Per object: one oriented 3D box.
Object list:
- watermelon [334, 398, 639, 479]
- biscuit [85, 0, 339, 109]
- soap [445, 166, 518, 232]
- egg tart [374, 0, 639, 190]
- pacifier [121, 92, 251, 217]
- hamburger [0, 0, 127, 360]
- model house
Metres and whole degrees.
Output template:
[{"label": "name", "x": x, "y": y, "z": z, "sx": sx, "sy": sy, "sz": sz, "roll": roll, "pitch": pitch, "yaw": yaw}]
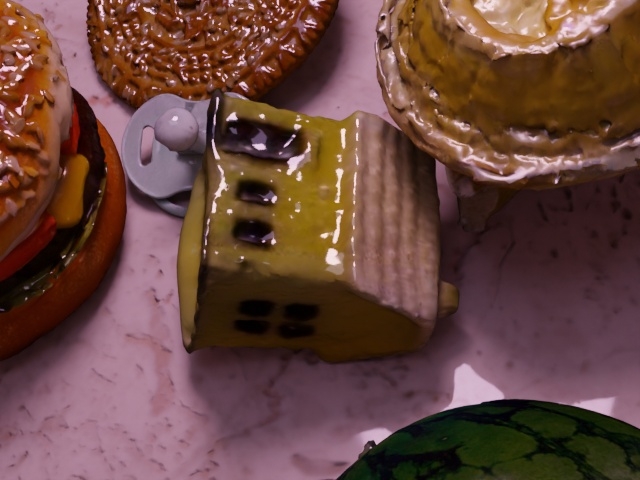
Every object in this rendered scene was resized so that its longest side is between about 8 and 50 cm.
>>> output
[{"label": "watermelon", "x": 0.137, "y": 0.270, "z": 0.871, "sx": 0.363, "sy": 0.363, "sz": 0.363, "roll": -6, "pitch": 55, "yaw": 8}, {"label": "biscuit", "x": -0.115, "y": -0.264, "z": 1.409, "sx": 0.305, "sy": 0.038, "sz": 0.305, "roll": -9, "pitch": 69, "yaw": 23}, {"label": "soap", "x": 0.278, "y": -0.162, "z": 1.235, "sx": 0.339, "sy": 0.169, "sz": 0.304, "roll": -7, "pitch": 56, "yaw": 9}, {"label": "egg tart", "x": 0.184, "y": -0.185, "z": 1.100, "sx": 0.315, "sy": 0.120, "sz": 0.315, "roll": -7, "pitch": 60, "yaw": 13}, {"label": "pacifier", "x": -0.127, "y": -0.088, "z": 1.306, "sx": 0.150, "sy": 0.116, "sz": 0.126, "roll": 7, "pitch": 84, "yaw": 13}, {"label": "hamburger", "x": -0.350, "y": -0.059, "z": 1.248, "sx": 0.330, "sy": 0.250, "sz": 0.330, "roll": -6, "pitch": 54, "yaw": 9}, {"label": "model house", "x": 0.000, "y": 0.000, "z": 1.200, "sx": 0.234, "sy": 0.175, "sz": 0.193, "roll": 9, "pitch": 57, "yaw": -11}]
